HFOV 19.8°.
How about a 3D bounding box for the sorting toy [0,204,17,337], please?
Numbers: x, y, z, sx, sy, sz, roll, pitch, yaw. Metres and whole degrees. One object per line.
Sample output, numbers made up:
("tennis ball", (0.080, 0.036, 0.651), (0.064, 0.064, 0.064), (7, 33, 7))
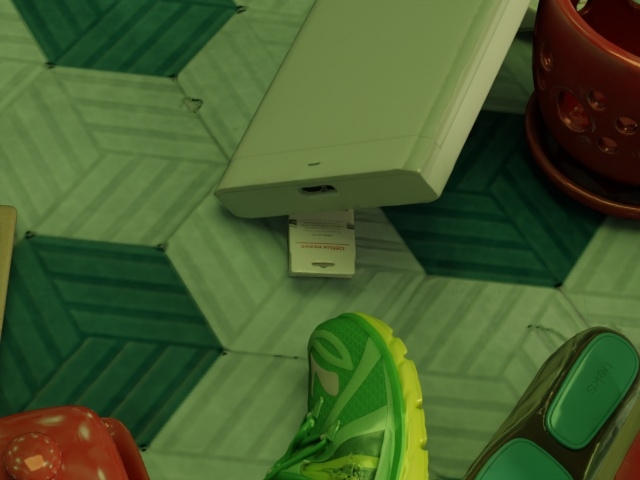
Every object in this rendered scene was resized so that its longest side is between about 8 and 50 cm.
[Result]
("sorting toy", (-0.314, 0.047, 1.263), (0.193, 0.038, 0.208), (3, 45, -4))

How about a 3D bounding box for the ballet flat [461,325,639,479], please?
("ballet flat", (0.143, 0.144, 1.214), (0.072, 0.068, 0.213), (42, 58, -2))

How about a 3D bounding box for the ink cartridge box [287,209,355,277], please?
("ink cartridge box", (0.000, 0.000, 1.340), (0.048, 0.028, 0.083), (2, 49, -4))

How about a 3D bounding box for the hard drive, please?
("hard drive", (0.060, -0.153, 1.354), (0.203, 0.040, 0.307), (-4, 50, 44))

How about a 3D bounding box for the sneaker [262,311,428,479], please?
("sneaker", (0.002, 0.162, 1.151), (0.124, 0.109, 0.295), (7, 50, -6))

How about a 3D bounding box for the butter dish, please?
("butter dish", (-0.174, 0.161, 1.126), (0.160, 0.118, 0.160), (-13, 52, -17))

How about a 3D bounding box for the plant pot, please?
("plant pot", (0.250, -0.126, 1.380), (0.191, 0.174, 0.191), (3, 50, -4))

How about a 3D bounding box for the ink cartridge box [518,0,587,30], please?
("ink cartridge box", (0.189, -0.241, 1.564), (0.232, 0.066, 0.189), (31, 51, -3))

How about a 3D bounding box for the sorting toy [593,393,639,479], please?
("sorting toy", (0.324, 0.125, 1.130), (0.255, 0.257, 0.089), (29, 9, 17))
